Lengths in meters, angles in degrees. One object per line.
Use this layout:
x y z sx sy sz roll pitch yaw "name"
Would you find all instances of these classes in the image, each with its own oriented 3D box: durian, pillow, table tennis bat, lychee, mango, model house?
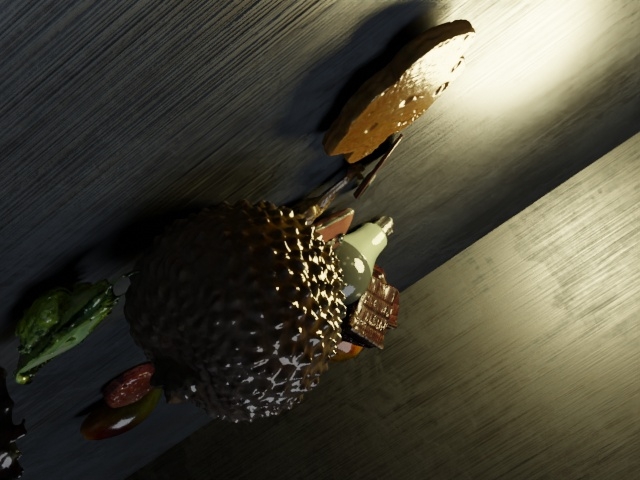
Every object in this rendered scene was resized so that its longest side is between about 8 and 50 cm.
-0.445 0.136 1.306 0.375 0.106 0.132 -40 165 31 "durian"
0.000 0.000 1.851 0.171 0.075 0.179 -25 163 -23 "pillow"
0.114 -0.144 1.639 0.154 0.021 0.274 -53 179 -17 "table tennis bat"
-0.139 0.114 1.330 0.432 0.380 0.380 -51 178 -34 "lychee"
-0.581 0.506 2.250 0.268 0.111 0.133 -30 154 -29 "mango"
0.086 0.216 2.204 0.297 0.282 0.317 -43 141 10 "model house"

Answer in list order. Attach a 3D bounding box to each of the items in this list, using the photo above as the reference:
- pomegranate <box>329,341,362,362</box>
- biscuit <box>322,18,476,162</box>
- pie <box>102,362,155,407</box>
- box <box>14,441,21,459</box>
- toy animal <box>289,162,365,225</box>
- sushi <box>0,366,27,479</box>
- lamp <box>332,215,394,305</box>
0.034 0.271 2.464 0.264 0.264 0.264 -30 166 -9 "pomegranate"
0.134 -0.254 1.337 0.269 0.051 0.376 -25 165 -36 "biscuit"
-0.526 0.411 2.139 0.182 0.049 0.182 -31 158 -14 "pie"
-0.872 0.525 1.716 0.190 0.112 0.370 -34 168 7 "box"
-0.022 -0.072 1.613 0.276 0.054 0.149 -30 161 0 "toy animal"
-0.604 0.274 1.082 0.294 0.299 0.281 -19 -172 -35 "sushi"
0.075 0.050 2.062 0.182 0.182 0.314 -47 -179 45 "lamp"
